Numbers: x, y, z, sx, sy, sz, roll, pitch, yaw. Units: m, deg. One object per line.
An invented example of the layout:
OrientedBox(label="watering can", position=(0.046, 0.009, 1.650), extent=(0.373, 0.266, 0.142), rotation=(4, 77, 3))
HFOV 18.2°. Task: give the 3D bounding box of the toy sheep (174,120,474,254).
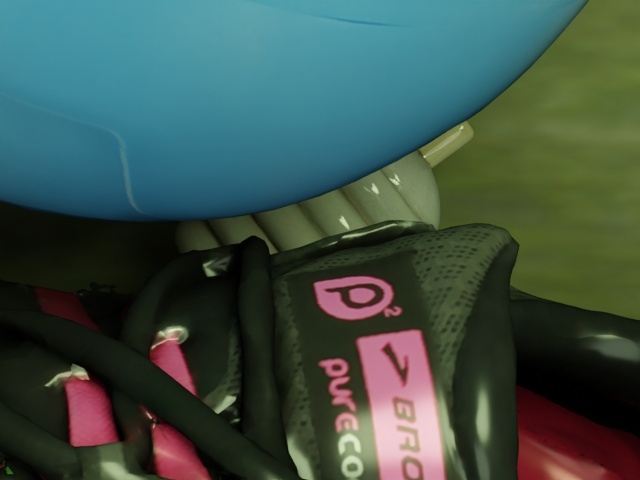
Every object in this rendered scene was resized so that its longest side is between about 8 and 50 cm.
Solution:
OrientedBox(label="toy sheep", position=(0.000, 0.000, 0.698), extent=(0.132, 0.091, 0.091), rotation=(-41, 107, 1))

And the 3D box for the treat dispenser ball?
OrientedBox(label="treat dispenser ball", position=(-0.045, -0.148, 0.526), extent=(0.288, 0.288, 0.288), rotation=(0, 112, 0))

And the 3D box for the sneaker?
OrientedBox(label="sneaker", position=(-0.049, 0.058, 0.540), extent=(0.483, 0.185, 0.202), rotation=(2, 150, -35))
